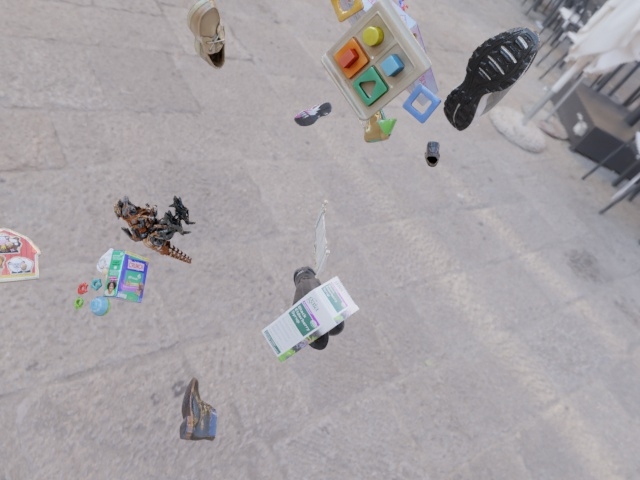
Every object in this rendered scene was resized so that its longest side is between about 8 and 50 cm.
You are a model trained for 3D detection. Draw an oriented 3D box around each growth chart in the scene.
[{"bbox_3d":[0.000,0.000,1.668,0.021,0.172,0.237,7,56,-13],"label":"growth chart"}]

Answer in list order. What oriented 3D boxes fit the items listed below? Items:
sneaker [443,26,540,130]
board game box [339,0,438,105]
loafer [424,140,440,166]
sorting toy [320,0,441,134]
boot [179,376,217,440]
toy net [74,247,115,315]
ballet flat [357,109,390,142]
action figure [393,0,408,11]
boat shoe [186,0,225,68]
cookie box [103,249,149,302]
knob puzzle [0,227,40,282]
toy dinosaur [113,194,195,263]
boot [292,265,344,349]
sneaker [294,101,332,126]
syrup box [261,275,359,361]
[{"bbox_3d":[0.352,-0.336,0.972,0.108,0.271,0.100,-33,83,-20],"label":"sneaker"},{"bbox_3d":[0.173,-0.555,1.290,0.318,0.066,0.318,54,10,24],"label":"board game box"},{"bbox_3d":[0.435,-0.323,1.865,0.062,0.170,0.061,5,74,17],"label":"loafer"},{"bbox_3d":[0.110,-0.388,1.030,0.348,0.196,0.047,56,32,0],"label":"sorting toy"},{"bbox_3d":[-0.395,0.557,1.562,0.106,0.082,0.219,23,34,-24],"label":"boot"},{"bbox_3d":[-0.760,0.139,1.644,0.122,0.045,0.232,13,80,19],"label":"toy net"},{"bbox_3d":[0.126,-0.342,1.215,0.080,0.073,0.232,50,29,-48],"label":"ballet flat"},{"bbox_3d":[0.225,-0.647,1.329,0.030,0.038,0.115,35,38,-25],"label":"action figure"},{"bbox_3d":[-0.336,-0.632,1.469,0.109,0.302,0.098,-40,91,-13],"label":"boat shoe"},{"bbox_3d":[-0.445,0.084,1.096,0.040,0.092,0.107,1,75,17],"label":"cookie box"},{"bbox_3d":[-0.982,0.039,1.482,0.213,0.030,0.213,16,51,-21],"label":"knob puzzle"},{"bbox_3d":[-0.579,-0.044,1.709,0.322,0.218,0.164,42,23,-47],"label":"toy dinosaur"},{"bbox_3d":[0.002,0.322,1.961,0.367,0.146,0.445,57,2,-13],"label":"boot"},{"bbox_3d":[-0.037,-0.564,2.135,0.178,0.072,0.077,-23,23,-13],"label":"sneaker"},{"bbox_3d":[-0.029,0.189,1.125,0.096,0.237,0.093,-25,77,-48],"label":"syrup box"}]
